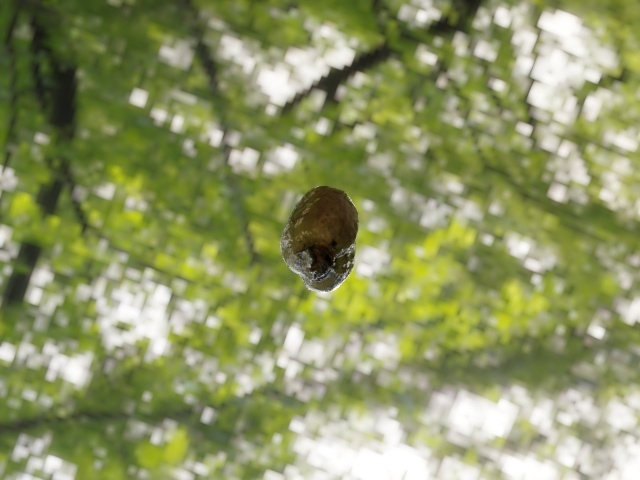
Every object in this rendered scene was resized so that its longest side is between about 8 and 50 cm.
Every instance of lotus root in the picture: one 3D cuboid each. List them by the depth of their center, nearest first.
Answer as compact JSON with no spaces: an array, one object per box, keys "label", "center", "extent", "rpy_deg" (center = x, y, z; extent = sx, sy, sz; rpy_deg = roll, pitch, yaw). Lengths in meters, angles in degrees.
[{"label":"lotus root","center":[0.000,0.000,1.604],"extent":[0.063,0.072,0.152],"rpy_deg":[16,-159,-1]}]
